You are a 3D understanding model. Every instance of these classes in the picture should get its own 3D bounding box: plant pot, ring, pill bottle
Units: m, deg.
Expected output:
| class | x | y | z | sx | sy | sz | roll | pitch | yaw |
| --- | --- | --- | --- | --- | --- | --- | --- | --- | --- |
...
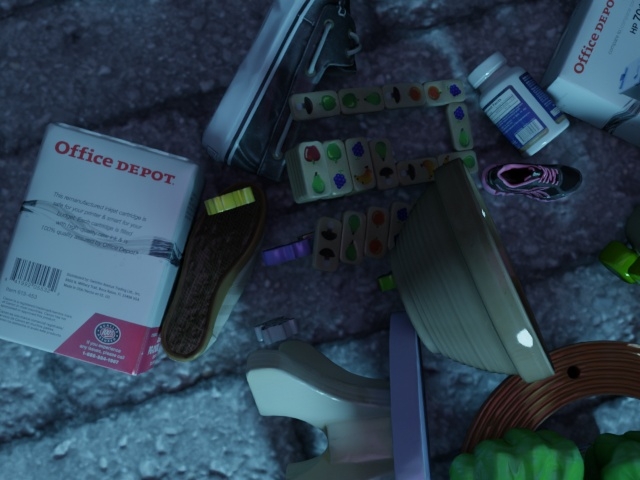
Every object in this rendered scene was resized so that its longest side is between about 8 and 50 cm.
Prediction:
| class | x | y | z | sx | sy | sz | roll | pitch | yaw |
| --- | --- | --- | --- | --- | --- | --- | --- | --- | --- |
| plant pot | 0.144 | 0.044 | 0.762 | 0.109 | 0.237 | 0.237 | -25 | 85 | 14 |
| ring | 0.310 | 0.276 | 0.793 | 0.336 | 0.032 | 0.337 | 0 | 84 | -2 |
| pill bottle | 0.229 | -0.161 | 0.869 | 0.067 | 0.067 | 0.120 | -38 | 86 | -5 |

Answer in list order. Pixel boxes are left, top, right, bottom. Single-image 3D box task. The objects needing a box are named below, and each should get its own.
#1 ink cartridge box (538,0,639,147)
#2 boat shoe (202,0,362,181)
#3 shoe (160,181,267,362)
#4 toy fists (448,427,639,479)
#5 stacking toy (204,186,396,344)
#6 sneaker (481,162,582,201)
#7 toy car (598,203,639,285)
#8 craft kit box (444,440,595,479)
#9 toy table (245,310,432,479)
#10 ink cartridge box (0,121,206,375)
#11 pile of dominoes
| class | x | y | z | sx | sy | sz | roll | pitch | yaw |
| --- | --- | --- | --- | --- | --- | --- | --- | --- | --- |
| ink cartridge box | 0.376 | -0.198 | 0.871 | 0.190 | 0.082 | 0.140 | 25 | 84 | 0 |
| boat shoe | -0.011 | -0.224 | 0.858 | 0.119 | 0.121 | 0.335 | 29 | 95 | -6 |
| shoe | -0.120 | 0.035 | 0.849 | 0.076 | 0.058 | 0.219 | 22 | 81 | 11 |
| toy fists | 0.261 | 0.256 | 0.733 | 0.279 | 0.096 | 0.142 | 2 | 94 | -3 |
| stacking toy | 0.000 | 0.000 | 0.820 | 0.221 | 0.052 | 0.167 | -20 | 95 | -20 |
| sneaker | 0.253 | -0.073 | 0.867 | 0.119 | 0.057 | 0.047 | 0 | 82 | -3 |
| toy car | 0.446 | 0.028 | 0.828 | 0.188 | 0.149 | 0.155 | 40 | 96 | -9 |
| craft kit box | 0.244 | 0.374 | 0.822 | 0.246 | 0.061 | 0.250 | -13 | 85 | 0 |
| toy table | 0.030 | 0.196 | 0.757 | 0.160 | 0.274 | 0.252 | -6 | 118 | 8 |
| ink cartridge box | -0.243 | 0.010 | 0.823 | 0.172 | 0.100 | 0.237 | 16 | 85 | 0 |
| pile of dominoes | 0.086 | -0.081 | 0.821 | 0.251 | 0.040 | 0.196 | -12 | 89 | -27 |
